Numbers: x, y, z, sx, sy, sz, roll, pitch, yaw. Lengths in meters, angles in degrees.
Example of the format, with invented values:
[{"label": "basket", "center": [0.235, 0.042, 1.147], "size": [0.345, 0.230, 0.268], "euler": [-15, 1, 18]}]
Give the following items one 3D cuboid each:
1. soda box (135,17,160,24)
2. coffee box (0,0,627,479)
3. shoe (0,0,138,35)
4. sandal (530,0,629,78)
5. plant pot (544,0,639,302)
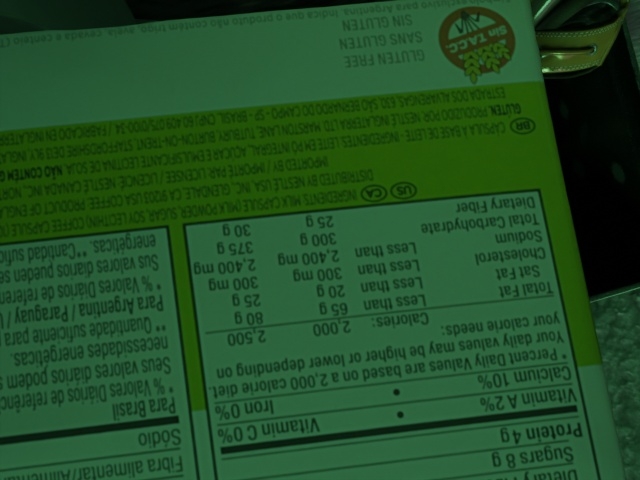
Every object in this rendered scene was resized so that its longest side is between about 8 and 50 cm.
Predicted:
[{"label": "soda box", "center": [-0.183, -0.030, 0.861], "size": [0.092, 0.084, 0.263], "euler": [-4, 162, -47]}, {"label": "coffee box", "center": [-0.075, 0.127, 0.700], "size": [0.338, 0.334, 0.338], "euler": [-6, 160, -8]}, {"label": "shoe", "center": [-0.150, -0.091, 0.676], "size": [0.081, 0.064, 0.178], "euler": [-21, 164, 22]}, {"label": "sandal", "center": [0.131, -0.114, 0.938], "size": [0.219, 0.060, 0.090], "euler": [-39, 171, 8]}, {"label": "plant pot", "center": [0.112, -0.043, 1.084], "size": [0.187, 0.188, 0.167], "euler": [-16, -178, -12]}]
